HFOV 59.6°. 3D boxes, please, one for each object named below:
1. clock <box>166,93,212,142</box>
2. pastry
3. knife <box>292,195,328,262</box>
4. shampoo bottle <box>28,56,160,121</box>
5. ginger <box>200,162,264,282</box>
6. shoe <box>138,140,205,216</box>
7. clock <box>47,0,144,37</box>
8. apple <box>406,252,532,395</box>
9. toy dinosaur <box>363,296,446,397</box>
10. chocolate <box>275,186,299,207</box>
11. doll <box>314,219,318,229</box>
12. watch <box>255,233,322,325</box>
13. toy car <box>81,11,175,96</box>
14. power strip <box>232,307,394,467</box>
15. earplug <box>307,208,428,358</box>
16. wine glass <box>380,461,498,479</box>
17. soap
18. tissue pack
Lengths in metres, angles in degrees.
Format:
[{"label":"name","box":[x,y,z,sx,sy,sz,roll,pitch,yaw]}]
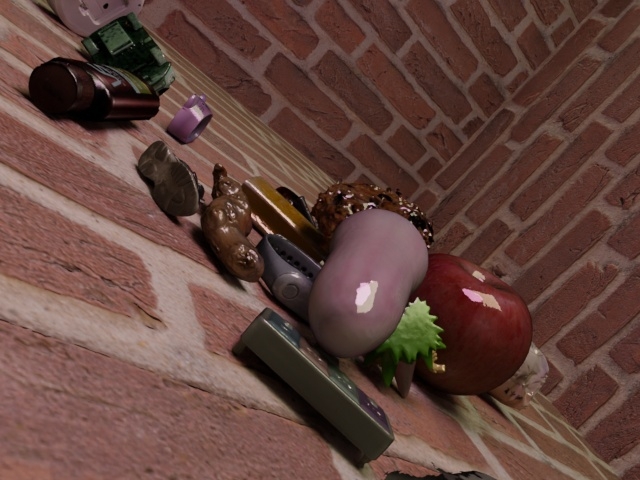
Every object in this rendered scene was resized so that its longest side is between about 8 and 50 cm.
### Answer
[{"label":"clock","box":[-0.298,-0.287,1.319,0.050,0.110,0.152,38,11,-9]},{"label":"pastry","box":[0.097,-0.010,1.160,0.275,0.192,0.275,11,22,-4]},{"label":"knife","box":[0.000,0.000,1.332,0.060,0.028,0.230,-28,94,-62]},{"label":"shampoo bottle","box":[-0.378,-0.255,0.954,0.129,0.084,0.323,39,11,-6]},{"label":"ginger","box":[-0.152,-0.028,0.921,0.290,0.084,0.122,-115,-162,-58]},{"label":"shoe","box":[-0.224,-0.088,0.907,0.169,0.071,0.099,49,5,35]},{"label":"clock","box":[-0.548,-0.613,1.367,0.083,0.230,0.230,51,12,23]},{"label":"apple","box":[0.287,0.186,1.224,0.345,0.269,0.344,26,15,-7]},{"label":"toy dinosaur","box":[0.116,0.190,1.009,0.194,0.152,0.177,55,-26,16]},{"label":"chocolate","box":[-0.075,-0.073,1.384,0.125,0.080,0.148,38,10,-25]},{"label":"doll","box":[0.080,0.005,1.667,0.217,0.085,0.183,24,11,-7]},{"label":"watch","box":[-0.030,0.073,0.988,0.206,0.068,0.193,37,12,-22]},{"label":"toy car","box":[-0.416,-0.388,1.244,0.305,0.136,0.125,51,-9,34]},{"label":"power strip","box":[-0.006,0.174,0.711,0.216,0.061,0.145,44,3,0]},{"label":"earplug","box":[0.059,0.072,0.819,0.172,0.172,0.301,43,23,-1]},{"label":"wine glass","box":[0.181,0.318,0.569,0.321,0.143,0.143,35,12,-38]},{"label":"soap","box":[-0.082,-0.035,1.214,0.232,0.073,0.140,44,14,-1]},{"label":"tissue pack","box":[0.431,0.269,1.598,0.376,0.195,0.390,33,12,-14]}]
